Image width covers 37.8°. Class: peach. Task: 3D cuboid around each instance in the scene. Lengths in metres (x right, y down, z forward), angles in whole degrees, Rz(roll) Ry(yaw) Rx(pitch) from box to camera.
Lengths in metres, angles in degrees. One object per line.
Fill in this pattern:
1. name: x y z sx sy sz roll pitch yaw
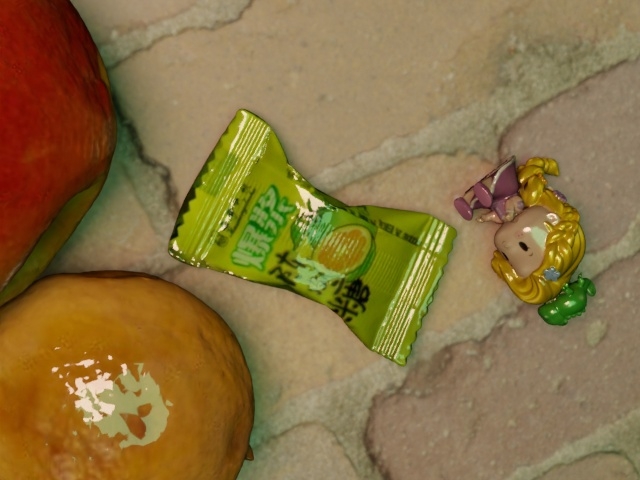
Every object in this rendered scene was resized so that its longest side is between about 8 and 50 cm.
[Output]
1. peach: -0.319 -0.090 0.658 0.332 0.308 0.307 29 93 3

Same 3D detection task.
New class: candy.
1. candy: 0.000 0.000 0.839 0.246 0.069 0.149 26 96 -13

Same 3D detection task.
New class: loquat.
1. loquat: -0.170 0.133 0.762 0.238 0.193 0.238 -5 100 -26

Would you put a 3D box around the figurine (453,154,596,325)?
1. figurine: 0.211 -0.006 0.871 0.115 0.095 0.156 -34 86 -25
